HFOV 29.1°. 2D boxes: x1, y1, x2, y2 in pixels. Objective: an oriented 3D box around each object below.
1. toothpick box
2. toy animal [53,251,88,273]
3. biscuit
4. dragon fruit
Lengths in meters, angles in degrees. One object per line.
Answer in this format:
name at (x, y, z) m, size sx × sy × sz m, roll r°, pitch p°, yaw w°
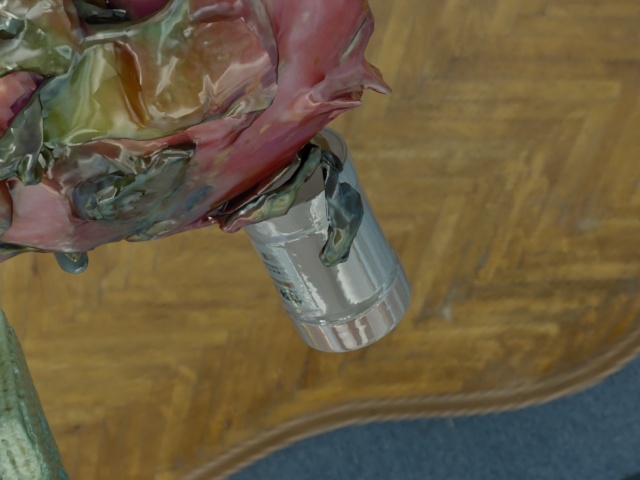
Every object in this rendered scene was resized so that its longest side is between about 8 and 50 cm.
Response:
toothpick box at (0.000, 0.000, 0.922) m, size 0.098 × 0.098 × 0.149 m, roll -22°, pitch 129°, yaw 5°
toy animal at (-0.172, -0.170, 0.819) m, size 0.081 × 0.206 × 0.367 m, roll 22°, pitch 81°, yaw -53°
biscuit at (-0.253, 0.196, 1.088) m, size 0.052 × 0.150 × 0.252 m, roll -16°, pitch 128°, yaw -10°
dragon fruit at (-0.131, -0.098, 0.512) m, size 0.291 × 0.250 × 0.269 m, roll -25°, pitch 159°, yaw 8°
